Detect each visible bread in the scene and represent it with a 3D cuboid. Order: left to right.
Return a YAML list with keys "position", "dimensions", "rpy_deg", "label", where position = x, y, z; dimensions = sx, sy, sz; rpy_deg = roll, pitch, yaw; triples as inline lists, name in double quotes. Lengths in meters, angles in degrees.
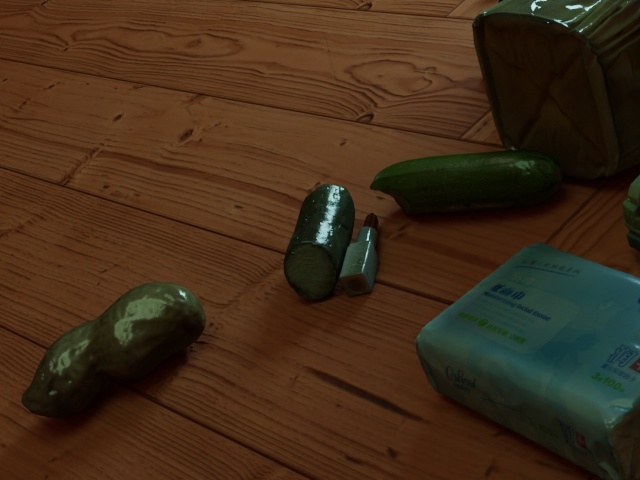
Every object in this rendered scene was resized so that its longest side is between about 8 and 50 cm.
- position: [0.277, -0.176, 1.507]
  dimensions: [0.110, 0.209, 0.192]
  rpy_deg: [-38, 32, -26]
  label: "bread"

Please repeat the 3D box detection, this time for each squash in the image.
- position: [0.160, -0.065, 1.565]
  dimensions: [0.239, 0.069, 0.069]
  rpy_deg: [-2, 38, 35]
  label: "squash"

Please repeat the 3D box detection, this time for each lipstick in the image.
- position: [0.050, 0.010, 1.569]
  dimensions: [0.030, 0.030, 0.129]
  rpy_deg: [-13, 34, 23]
  label: "lipstick"

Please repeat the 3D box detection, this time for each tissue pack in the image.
- position: [0.230, 0.100, 1.243]
  dimensions: [0.177, 0.089, 0.263]
  rpy_deg: [-37, 33, -20]
  label: "tissue pack"

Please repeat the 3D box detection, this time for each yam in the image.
- position: [0.000, 0.000, 1.589]
  dimensions: [0.070, 0.069, 0.146]
  rpy_deg: [-13, 33, 21]
  label: "yam"

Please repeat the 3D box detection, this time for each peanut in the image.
- position: [-0.236, 0.124, 1.562]
  dimensions: [0.228, 0.085, 0.104]
  rpy_deg: [-30, 34, -4]
  label: "peanut"

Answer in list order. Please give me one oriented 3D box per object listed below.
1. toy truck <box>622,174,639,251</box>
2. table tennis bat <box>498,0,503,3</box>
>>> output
- position: [0.370, -0.057, 1.362]
  dimensions: [0.169, 0.100, 0.077]
  rpy_deg: [-35, 33, -13]
  label: "toy truck"
- position: [0.248, -0.240, 1.707]
  dimensions: [0.027, 0.150, 0.236]
  rpy_deg: [-25, 7, -8]
  label: "table tennis bat"
